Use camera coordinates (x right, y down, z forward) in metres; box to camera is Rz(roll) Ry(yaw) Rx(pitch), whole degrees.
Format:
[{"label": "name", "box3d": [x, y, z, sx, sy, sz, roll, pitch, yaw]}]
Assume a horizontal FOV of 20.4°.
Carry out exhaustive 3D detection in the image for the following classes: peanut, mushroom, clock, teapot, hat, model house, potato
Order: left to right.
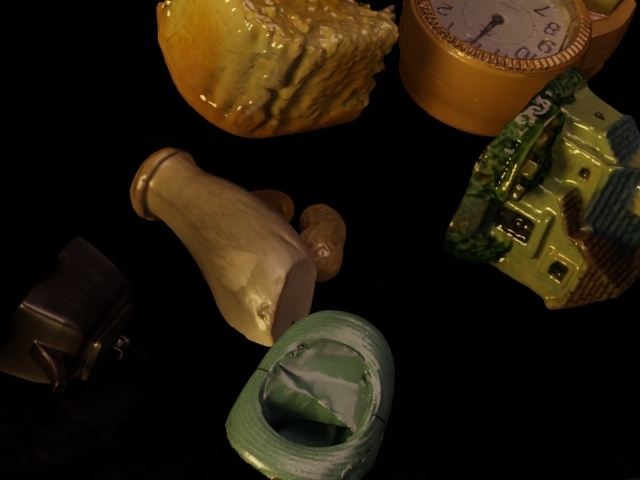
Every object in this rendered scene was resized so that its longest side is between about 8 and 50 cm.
[{"label": "teapot", "box3d": [-0.216, 0.075, 1.600, 0.096, 0.087, 0.177, 29, 36, 1]}, {"label": "mushroom", "box3d": [-0.085, 0.003, 1.755, 0.247, 0.108, 0.096, 47, 2, 28]}, {"label": "potato", "box3d": [-0.063, -0.031, 1.854, 0.083, 0.040, 0.051, -18, 57, -40]}, {"label": "hat", "box3d": [-0.004, 0.158, 1.617, 0.138, 0.078, 0.191, 21, 54, 12]}, {"label": "peanut", "box3d": [0.000, 0.000, 1.841, 0.054, 0.054, 0.113, 16, 33, -9]}, {"label": "clock", "box3d": [0.227, -0.255, 2.183, 0.244, 0.200, 0.317, 29, 44, 15]}, {"label": "model house", "box3d": [0.274, -0.041, 1.901, 0.189, 0.214, 0.195, 35, 35, 15]}]

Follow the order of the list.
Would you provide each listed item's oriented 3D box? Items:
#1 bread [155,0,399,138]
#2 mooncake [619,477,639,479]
[{"label": "bread", "box3d": [-0.063, -0.203, 1.955, 0.262, 0.204, 0.163, 23, 47, -5]}, {"label": "mooncake", "box3d": [0.307, 0.363, 1.414, 0.356, 0.194, 0.356, 11, 36, -8]}]
